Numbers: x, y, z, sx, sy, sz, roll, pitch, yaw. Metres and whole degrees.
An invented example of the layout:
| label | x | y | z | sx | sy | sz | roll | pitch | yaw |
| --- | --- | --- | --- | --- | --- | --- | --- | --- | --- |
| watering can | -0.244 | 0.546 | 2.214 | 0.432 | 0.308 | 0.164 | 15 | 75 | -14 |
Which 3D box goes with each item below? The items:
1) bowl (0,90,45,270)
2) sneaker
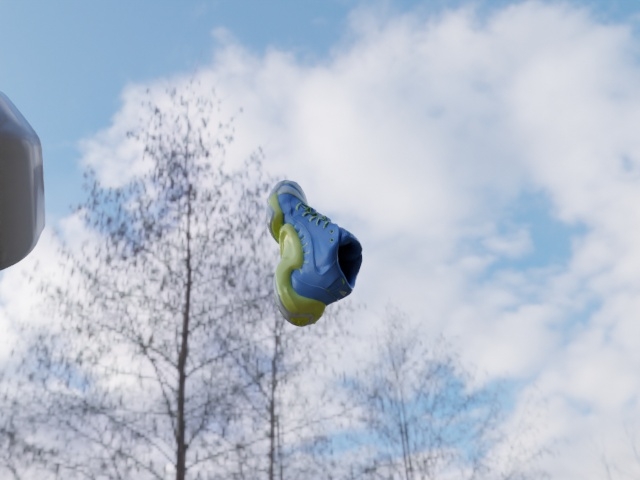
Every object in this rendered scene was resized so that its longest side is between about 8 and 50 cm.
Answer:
| label | x | y | z | sx | sy | sz | roll | pitch | yaw |
| --- | --- | --- | --- | --- | --- | --- | --- | --- | --- |
| bowl | -0.270 | -0.062 | 0.646 | 0.053 | 0.142 | 0.142 | -18 | -46 | -35 |
| sneaker | 0.000 | 0.000 | 1.063 | 0.126 | 0.240 | 0.091 | -24 | -38 | 22 |
